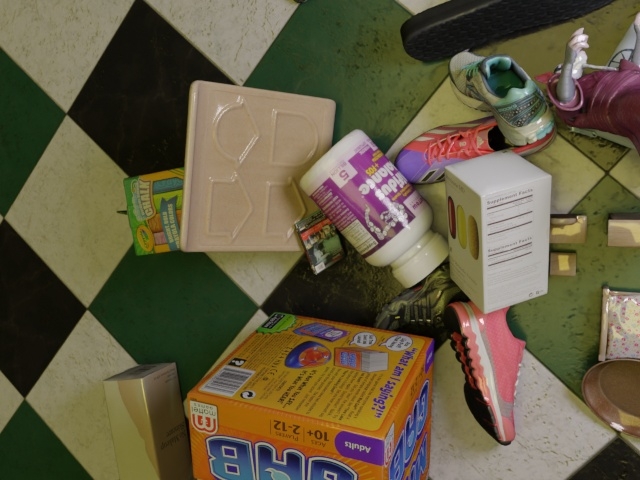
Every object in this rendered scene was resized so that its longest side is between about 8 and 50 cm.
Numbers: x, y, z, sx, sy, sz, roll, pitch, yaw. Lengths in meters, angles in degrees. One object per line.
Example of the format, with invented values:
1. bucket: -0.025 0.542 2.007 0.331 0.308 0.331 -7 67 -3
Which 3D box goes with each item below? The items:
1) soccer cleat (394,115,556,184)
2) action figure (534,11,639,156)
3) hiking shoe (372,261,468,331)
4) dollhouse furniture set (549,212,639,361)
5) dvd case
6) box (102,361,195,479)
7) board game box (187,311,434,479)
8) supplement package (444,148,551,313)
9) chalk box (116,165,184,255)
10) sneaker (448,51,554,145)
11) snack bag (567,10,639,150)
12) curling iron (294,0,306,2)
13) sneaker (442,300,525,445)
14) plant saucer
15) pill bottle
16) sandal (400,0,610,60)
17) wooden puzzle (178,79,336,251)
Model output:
1. soccer cleat: 0.283 -0.182 1.274 0.318 0.116 0.109 -13 91 22
2. action figure: 0.491 -0.209 1.047 0.248 0.370 0.276 -18 114 -19
3. hiking shoe: 0.208 0.146 1.357 0.227 0.086 0.114 -41 77 20
4. dollhouse furniture set: 0.542 0.133 1.176 0.303 0.174 0.356 2 96 22
5. dvd case: 0.000 0.000 1.410 0.013 0.087 0.120 6 123 56
6. box: -0.409 0.464 1.606 0.121 0.148 0.311 -8 94 22
7. board game box: 0.001 0.392 1.287 0.356 0.356 0.357 7 110 21
8. supplement package: 0.315 -0.018 1.197 0.133 0.139 0.244 -17 121 -11
9. chalk box: -0.312 -0.066 1.492 0.288 0.180 0.179 -8 92 23
10. sneaker: 0.314 -0.291 1.191 0.110 0.122 0.283 -34 42 1
11. snack bag: 0.614 -0.272 1.068 0.323 0.037 0.343 39 99 47
12. curling iron: -0.100 -0.618 1.424 0.068 0.035 0.274 -40 82 16
13. sneaker: 0.349 0.252 1.301 0.136 0.116 0.314 -20 102 -10
14. plant saucer: 0.581 0.280 1.214 0.198 0.036 0.199 21 135 22
15. pill bottle: 0.115 -0.057 1.317 0.169 0.169 0.301 -42 91 20
16. sandal: 0.352 -0.456 1.201 0.445 0.167 0.107 -13 73 22
17. wooden puzzle: -0.129 -0.139 1.348 0.080 0.347 0.322 17 104 51
